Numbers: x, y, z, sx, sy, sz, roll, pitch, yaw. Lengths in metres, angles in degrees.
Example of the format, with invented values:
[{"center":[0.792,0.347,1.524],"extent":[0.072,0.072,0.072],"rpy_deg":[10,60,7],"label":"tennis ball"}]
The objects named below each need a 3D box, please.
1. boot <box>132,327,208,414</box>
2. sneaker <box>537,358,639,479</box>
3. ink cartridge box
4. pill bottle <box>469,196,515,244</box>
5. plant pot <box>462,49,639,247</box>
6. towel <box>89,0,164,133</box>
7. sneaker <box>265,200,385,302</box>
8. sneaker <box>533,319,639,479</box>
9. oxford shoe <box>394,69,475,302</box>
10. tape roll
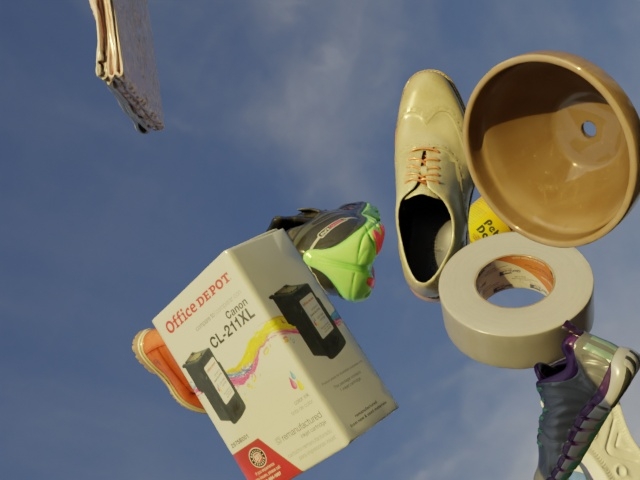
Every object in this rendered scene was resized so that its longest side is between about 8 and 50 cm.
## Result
[{"center":[-0.159,0.167,1.137],"extent":[0.158,0.085,0.059],"rpy_deg":[47,-134,-28],"label":"boot"},{"center":[0.432,0.343,1.546],"extent":[0.130,0.322,0.236],"rpy_deg":[-24,-12,-21],"label":"sneaker"},{"center":[-0.042,0.099,0.722],"extent":[0.072,0.175,0.127],"rpy_deg":[-23,-14,-49],"label":"ink cartridge box"},{"center":[0.342,-0.024,1.837],"extent":[0.215,0.117,0.117],"rpy_deg":[-39,-46,-6],"label":"pill bottle"},{"center":[0.296,-0.119,1.072],"extent":[0.110,0.237,0.237],"rpy_deg":[-28,-48,-37],"label":"plant pot"},{"center":[-0.331,-0.365,1.478],"extent":[0.054,0.332,0.316],"rpy_deg":[-9,-98,-1],"label":"towel"},{"center":[0.000,0.000,1.635],"extent":[0.202,0.483,0.185],"rpy_deg":[13,-90,-2],"label":"sneaker"},{"center":[0.281,0.192,1.033],"extent":[0.083,0.098,0.223],"rpy_deg":[-30,-34,-52],"label":"sneaker"},{"center":[0.186,-0.102,1.452],"extent":[0.146,0.141,0.396],"rpy_deg":[31,-126,-72],"label":"oxford shoe"},{"center":[0.286,0.083,1.301],"extent":[0.219,0.219,0.072],"rpy_deg":[-30,-48,-18],"label":"tape roll"}]
